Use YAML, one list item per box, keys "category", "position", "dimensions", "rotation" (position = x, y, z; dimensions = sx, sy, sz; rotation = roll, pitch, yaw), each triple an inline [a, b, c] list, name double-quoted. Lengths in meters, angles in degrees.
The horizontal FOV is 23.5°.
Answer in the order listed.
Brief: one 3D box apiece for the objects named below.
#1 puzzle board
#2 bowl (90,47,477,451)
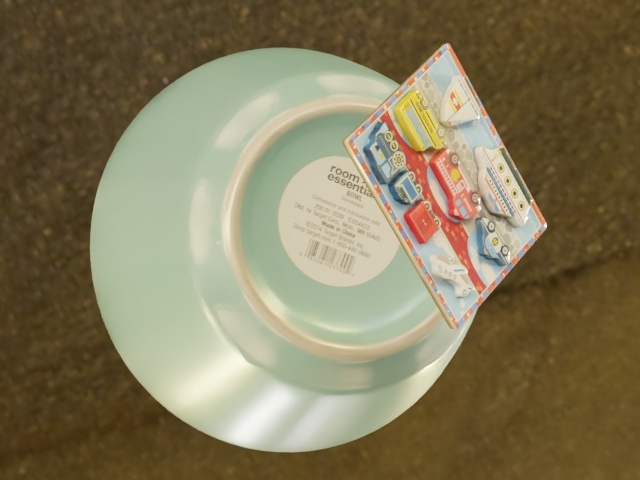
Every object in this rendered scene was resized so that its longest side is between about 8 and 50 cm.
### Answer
- category: "puzzle board"
  position: [0.073, -0.030, 0.843]
  dimensions: [0.096, 0.011, 0.128]
  rotation: [-45, 116, -31]
- category: "bowl"
  position: [0.000, 0.000, 1.107]
  dimensions: [0.311, 0.311, 0.163]
  rotation: [-20, -178, -18]
